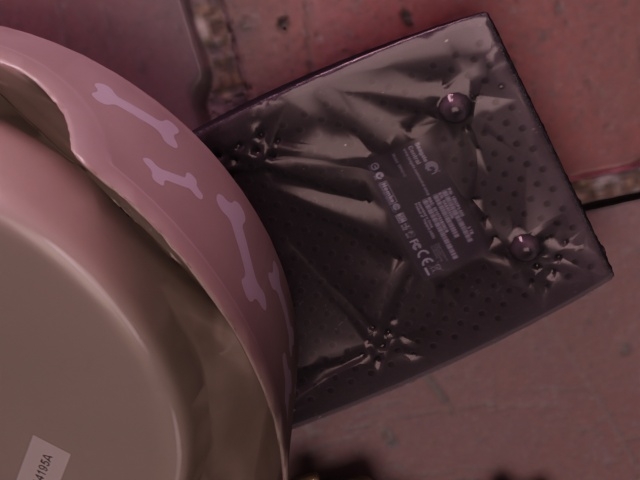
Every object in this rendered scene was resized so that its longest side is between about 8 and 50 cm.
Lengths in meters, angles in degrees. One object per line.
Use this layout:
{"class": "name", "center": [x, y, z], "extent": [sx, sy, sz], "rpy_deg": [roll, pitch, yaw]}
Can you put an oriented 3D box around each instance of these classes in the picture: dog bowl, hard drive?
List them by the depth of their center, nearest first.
{"class": "dog bowl", "center": [-0.169, 0.053, 0.644], "extent": [0.349, 0.102, 0.349], "rpy_deg": [9, 125, 13]}
{"class": "hard drive", "center": [0.000, 0.000, 0.685], "extent": [0.255, 0.054, 0.172], "rpy_deg": [-25, 112, 13]}

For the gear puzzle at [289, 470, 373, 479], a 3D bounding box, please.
{"class": "gear puzzle", "center": [-0.009, 0.212, 0.798], "extent": [0.339, 0.044, 0.175], "rpy_deg": [-21, 112, 7]}
